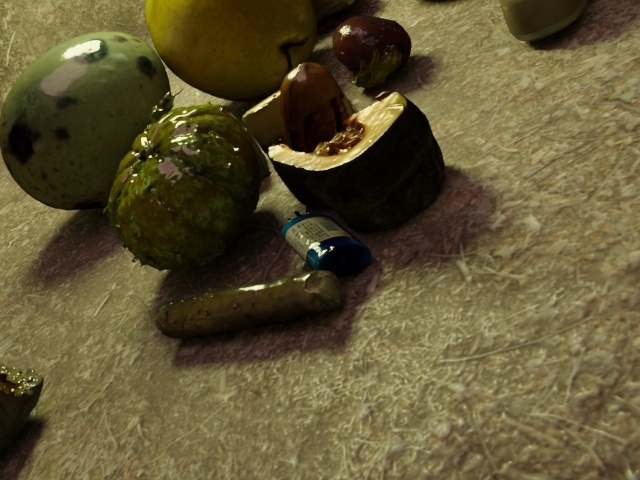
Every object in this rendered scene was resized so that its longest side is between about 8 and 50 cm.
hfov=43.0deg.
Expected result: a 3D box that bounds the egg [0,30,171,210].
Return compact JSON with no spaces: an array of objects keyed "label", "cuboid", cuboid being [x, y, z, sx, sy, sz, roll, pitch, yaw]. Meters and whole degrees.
[{"label":"egg","cuboid":[-0.516,-0.268,1.810,0.428,0.345,0.345,-54,27,11]}]

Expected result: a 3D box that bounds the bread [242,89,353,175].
[{"label":"bread","cuboid":[-0.043,-0.250,1.512,0.168,0.163,0.264,-30,29,10]}]

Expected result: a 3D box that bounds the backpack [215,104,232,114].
[{"label":"backpack","cuboid":[-0.267,-0.205,1.696,0.229,0.139,0.229,-24,31,16]}]

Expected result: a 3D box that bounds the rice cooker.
[{"label":"rice cooker","cuboid":[0.379,-0.430,1.387,0.145,0.127,0.206,-12,45,33]}]

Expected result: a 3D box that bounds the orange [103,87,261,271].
[{"label":"orange","cuboid":[-0.218,-0.087,1.384,0.300,0.223,0.301,-58,31,3]}]

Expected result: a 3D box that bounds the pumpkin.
[{"label":"pumpkin","cuboid":[0.060,-0.130,1.251,0.190,0.139,0.280,-46,34,-11]}]

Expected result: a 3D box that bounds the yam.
[{"label":"yam","cuboid":[-0.110,0.095,1.164,0.317,0.067,0.071,-14,35,35]}]

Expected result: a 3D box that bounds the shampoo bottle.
[{"label":"shampoo bottle","cuboid":[0.000,0.000,1.198,0.087,0.050,0.183,-13,24,-18]}]

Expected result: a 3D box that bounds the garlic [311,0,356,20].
[{"label":"garlic","cuboid":[-0.053,-0.594,2.066,0.340,0.231,0.245,-39,70,24]}]

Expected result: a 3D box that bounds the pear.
[{"label":"pear","cuboid":[-0.200,-0.498,1.826,0.418,0.362,0.362,30,66,34]}]

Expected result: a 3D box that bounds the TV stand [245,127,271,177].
[{"label":"TV stand","cuboid":[-0.233,-0.106,1.576,0.270,0.082,0.088,-31,27,8]}]

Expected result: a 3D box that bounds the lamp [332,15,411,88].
[{"label":"lamp","cuboid":[0.097,-0.367,1.586,0.156,0.134,0.157,18,24,21]}]

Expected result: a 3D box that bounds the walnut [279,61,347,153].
[{"label":"walnut","cuboid":[-0.010,-0.196,1.330,0.116,0.207,0.115,-3,41,3]}]

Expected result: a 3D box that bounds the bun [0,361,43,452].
[{"label":"bun","cuboid":[-0.594,0.229,1.257,0.281,0.281,0.205,-46,30,-20]}]
